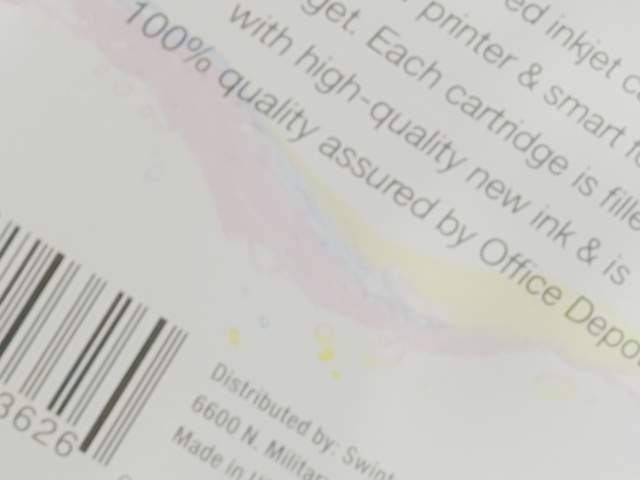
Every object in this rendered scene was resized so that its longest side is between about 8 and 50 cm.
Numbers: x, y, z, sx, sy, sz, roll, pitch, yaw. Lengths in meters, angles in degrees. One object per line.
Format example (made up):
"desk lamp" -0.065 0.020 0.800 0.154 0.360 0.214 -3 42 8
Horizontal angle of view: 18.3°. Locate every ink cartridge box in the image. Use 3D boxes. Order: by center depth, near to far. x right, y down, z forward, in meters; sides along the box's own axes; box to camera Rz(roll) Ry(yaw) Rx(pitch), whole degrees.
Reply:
"ink cartridge box" 0.000 0.000 0.468 0.226 0.306 0.131 35 169 -12
